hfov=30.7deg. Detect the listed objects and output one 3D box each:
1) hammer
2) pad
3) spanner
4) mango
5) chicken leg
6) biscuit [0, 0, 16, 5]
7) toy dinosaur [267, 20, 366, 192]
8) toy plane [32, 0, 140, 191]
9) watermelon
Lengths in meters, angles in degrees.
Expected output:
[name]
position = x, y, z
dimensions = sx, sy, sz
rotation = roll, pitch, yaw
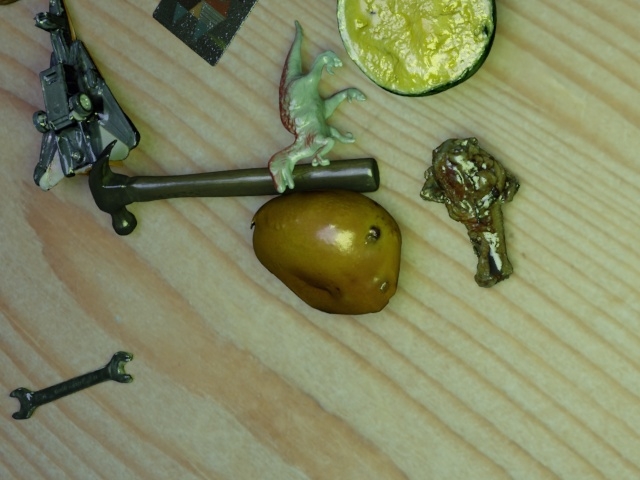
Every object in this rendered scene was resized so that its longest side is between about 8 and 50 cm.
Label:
[hammer]
position = -0.129, -0.082, 1.683
dimensions = 0.440, 0.044, 0.168
rotation = -2, 135, 18
[pad]
position = -0.150, -0.382, 1.732
dimensions = 0.143, 0.003, 0.211
rotation = 40, 107, 19
[spanner]
position = -0.397, 0.231, 1.855
dimensions = 0.254, 0.015, 0.054
rotation = -21, 82, 24
[mango]
position = 0.000, 0.000, 1.595
dimensions = 0.236, 0.166, 0.136
rotation = -5, 45, 45
[chicken leg]
position = 0.210, -0.043, 1.539
dimensions = 0.125, 0.080, 0.196
rotation = -38, 83, 31
[biscuit]
position = -0.583, -0.508, 1.910
dimensions = 0.273, 0.049, 0.257
rotation = 12, 97, 26
[toy dinosaur]
position = -0.028, -0.199, 1.627
dimensions = 0.167, 0.053, 0.242
rotation = -25, 70, 0
[toy plane]
position = -0.389, -0.249, 1.792
dimensions = 0.204, 0.103, 0.316
rotation = -19, 83, 25
[watermelon]
position = 0.132, -0.297, 1.533
dimensions = 0.204, 0.127, 0.232
rotation = -40, 77, 21
